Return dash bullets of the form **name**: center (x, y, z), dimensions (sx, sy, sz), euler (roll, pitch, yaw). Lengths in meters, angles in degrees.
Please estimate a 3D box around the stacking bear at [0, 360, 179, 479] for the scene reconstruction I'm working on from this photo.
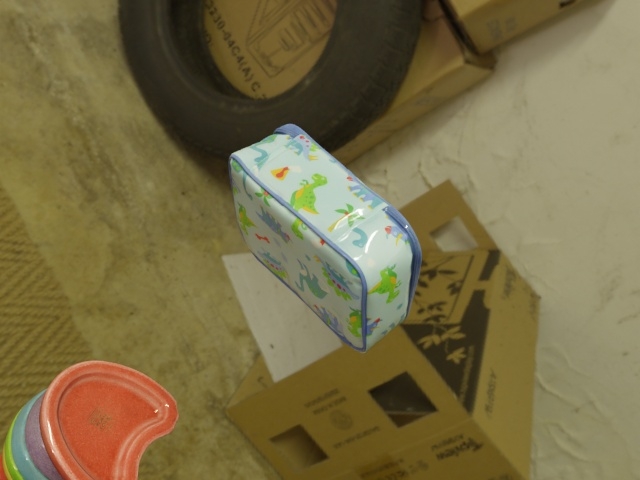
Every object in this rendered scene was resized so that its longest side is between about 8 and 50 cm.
- **stacking bear**: center (-0.356, 0.293, 0.889), dimensions (0.164, 0.289, 0.175), euler (44, 37, -10)

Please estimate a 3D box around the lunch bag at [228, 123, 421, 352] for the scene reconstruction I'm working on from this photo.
- **lunch bag**: center (0.000, 0.000, 0.662), dimensions (0.090, 0.176, 0.219), euler (-34, 56, -23)
